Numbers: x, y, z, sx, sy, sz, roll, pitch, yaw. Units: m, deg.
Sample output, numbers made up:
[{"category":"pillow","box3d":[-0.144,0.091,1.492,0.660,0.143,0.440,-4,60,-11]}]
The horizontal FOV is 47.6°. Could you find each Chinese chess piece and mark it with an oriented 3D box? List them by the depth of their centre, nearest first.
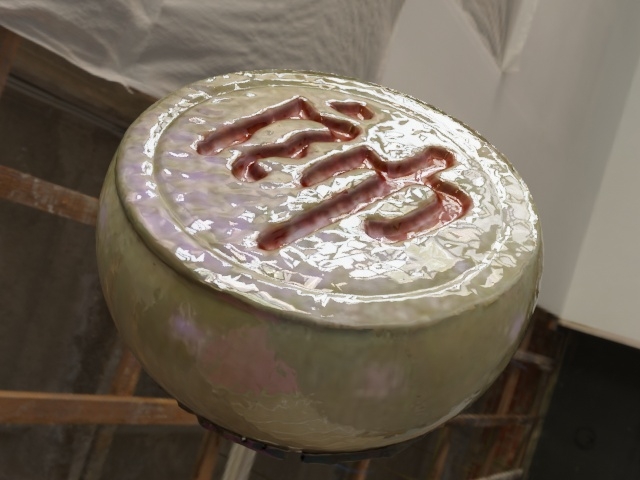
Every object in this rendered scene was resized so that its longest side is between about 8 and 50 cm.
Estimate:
[{"category":"Chinese chess piece","box3d":[0.000,0.000,0.453,0.270,0.270,0.112,-38,-29,-43]}]
